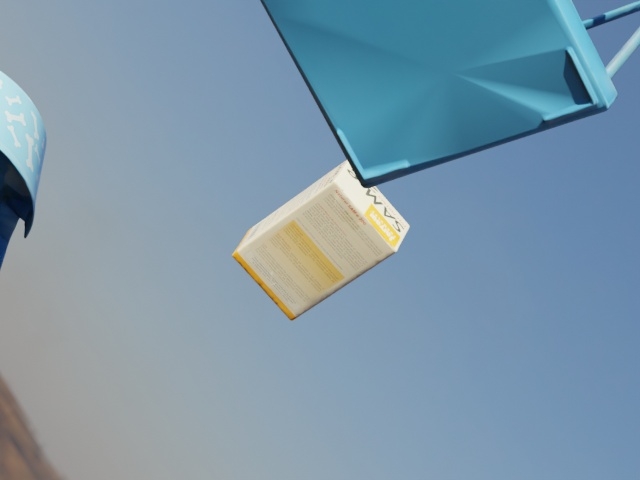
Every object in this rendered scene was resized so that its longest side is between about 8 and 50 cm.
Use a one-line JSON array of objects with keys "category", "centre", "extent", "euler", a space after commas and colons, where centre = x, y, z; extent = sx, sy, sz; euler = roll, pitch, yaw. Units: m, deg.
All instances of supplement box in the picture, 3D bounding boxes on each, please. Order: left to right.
[{"category": "supplement box", "centre": [0.000, 0.000, 1.130], "extent": [0.062, 0.098, 0.036], "euler": [49, 33, -11]}]

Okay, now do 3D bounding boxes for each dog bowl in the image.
[{"category": "dog bowl", "centre": [-0.294, -0.032, 1.283], "extent": [0.166, 0.074, 0.297], "euler": [25, -39, -9]}]

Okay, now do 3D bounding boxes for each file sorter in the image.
[{"category": "file sorter", "centre": [0.045, -0.129, 0.682], "extent": [0.118, 0.104, 0.170], "euler": [-17, -71, 39]}]
